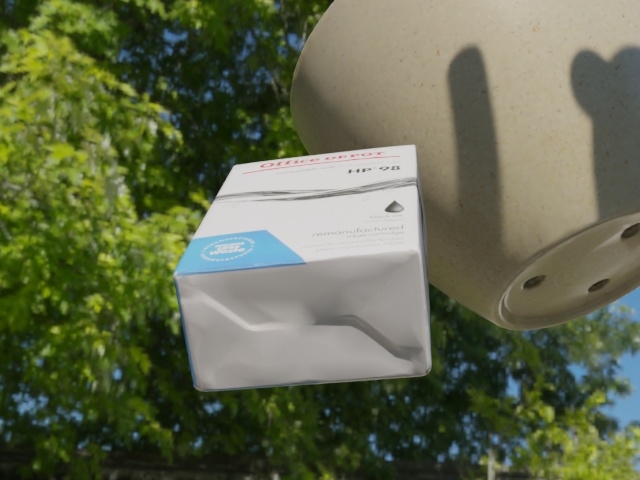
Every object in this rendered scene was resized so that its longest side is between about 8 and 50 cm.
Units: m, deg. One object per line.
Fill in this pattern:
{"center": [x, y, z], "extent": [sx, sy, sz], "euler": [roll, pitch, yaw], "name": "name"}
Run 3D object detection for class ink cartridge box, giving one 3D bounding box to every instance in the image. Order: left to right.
{"center": [0.000, 0.000, 0.454], "extent": [0.104, 0.180, 0.060], "euler": [-6, -68, 7], "name": "ink cartridge box"}

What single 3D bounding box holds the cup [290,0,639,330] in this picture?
{"center": [0.169, -0.069, 0.744], "extent": [0.331, 0.237, 0.331], "euler": [-17, -30, -10], "name": "cup"}
